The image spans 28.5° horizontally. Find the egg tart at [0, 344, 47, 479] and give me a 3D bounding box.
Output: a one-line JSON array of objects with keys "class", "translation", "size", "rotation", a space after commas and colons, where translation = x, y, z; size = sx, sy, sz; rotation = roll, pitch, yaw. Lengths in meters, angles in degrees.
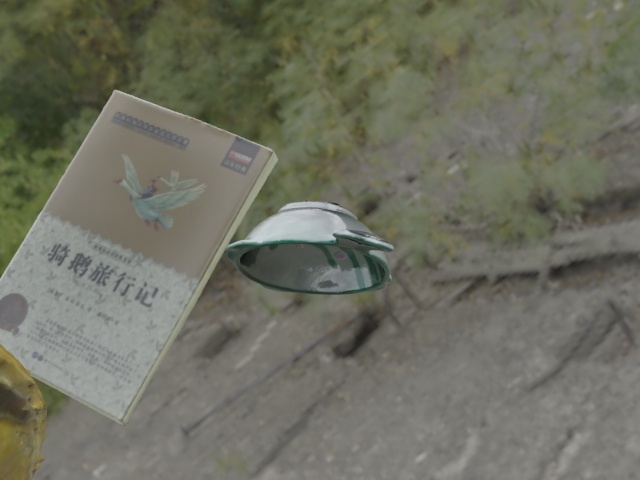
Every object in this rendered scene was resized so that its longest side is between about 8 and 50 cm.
[{"class": "egg tart", "translation": [-0.307, 0.133, 0.759], "size": [0.290, 0.290, 0.115], "rotation": [-33, 39, 22]}]

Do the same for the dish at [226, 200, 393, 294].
[{"class": "dish", "translation": [0.000, 0.000, 1.582], "size": [0.246, 0.224, 0.078], "rotation": [-28, 51, 57]}]

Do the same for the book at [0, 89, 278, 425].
[{"class": "book", "translation": [-0.205, 0.008, 1.289], "size": [0.310, 0.217, 0.021], "rotation": [-62, -28, -12]}]
